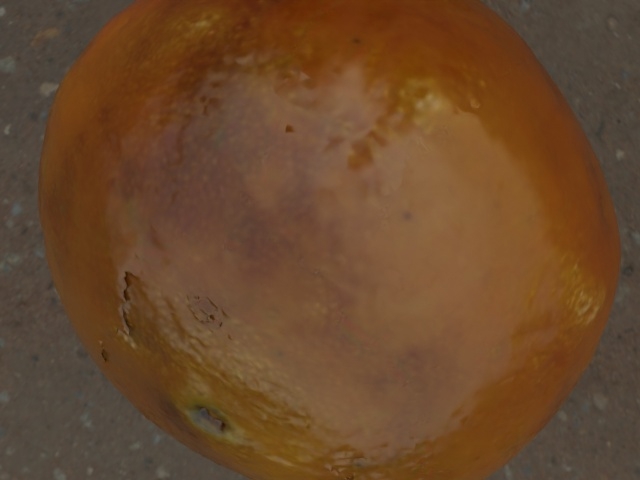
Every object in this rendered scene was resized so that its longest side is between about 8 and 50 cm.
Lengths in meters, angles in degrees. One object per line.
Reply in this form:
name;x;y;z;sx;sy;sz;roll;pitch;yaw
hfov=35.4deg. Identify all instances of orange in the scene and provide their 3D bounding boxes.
orange;0.000;0.000;0.492;0.284;0.226;0.284;23;145;18
